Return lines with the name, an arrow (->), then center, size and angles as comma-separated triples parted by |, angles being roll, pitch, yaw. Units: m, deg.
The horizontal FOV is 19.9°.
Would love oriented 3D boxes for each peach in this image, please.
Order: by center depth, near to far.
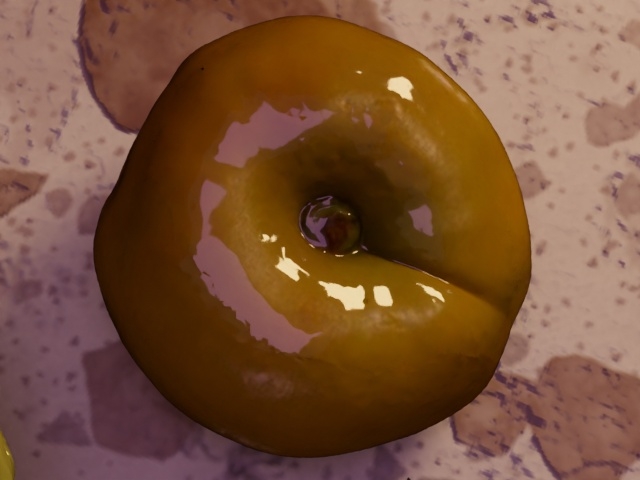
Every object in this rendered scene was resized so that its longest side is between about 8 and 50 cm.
peach -> 0.000, 0.000, 1.028 | 0.251, 0.153, 0.251 | 1, 88, -15

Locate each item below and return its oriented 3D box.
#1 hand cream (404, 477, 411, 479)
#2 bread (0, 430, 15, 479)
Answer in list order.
hand cream -> 0.049, 0.267, 1.018 | 0.084, 0.050, 0.257 | -16, 73, -7
bread -> -0.334, 0.088, 0.902 | 0.348, 0.348, 0.308 | -33, 86, -8
